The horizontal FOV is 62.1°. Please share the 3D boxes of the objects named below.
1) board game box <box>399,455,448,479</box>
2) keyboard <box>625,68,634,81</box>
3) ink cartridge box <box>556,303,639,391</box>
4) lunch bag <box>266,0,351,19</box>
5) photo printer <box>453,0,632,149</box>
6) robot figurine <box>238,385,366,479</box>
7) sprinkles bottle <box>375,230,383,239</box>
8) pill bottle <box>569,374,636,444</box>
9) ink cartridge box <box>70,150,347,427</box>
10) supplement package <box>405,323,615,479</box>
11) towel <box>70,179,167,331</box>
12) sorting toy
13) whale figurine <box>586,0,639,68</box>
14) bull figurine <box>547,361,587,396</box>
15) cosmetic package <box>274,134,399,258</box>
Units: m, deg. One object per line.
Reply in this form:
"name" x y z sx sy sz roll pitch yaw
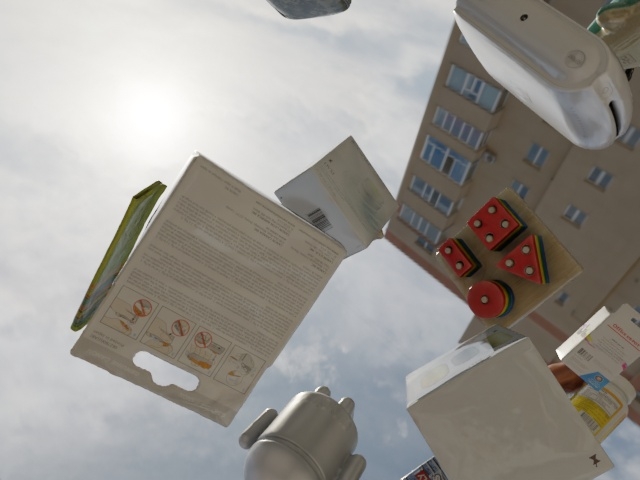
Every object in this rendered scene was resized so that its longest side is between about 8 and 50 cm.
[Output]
"board game box" 0.265 0.587 1.194 0.194 0.060 0.194 -31 -140 -8
"keyboard" 0.662 -0.374 1.189 0.100 0.192 0.038 10 -164 -23
"ink cartridge box" 0.616 0.219 1.139 0.104 0.181 0.061 41 -162 3
"lunch bag" -0.047 -0.722 1.312 0.212 0.256 0.305 2 -177 20
"photo printer" 0.382 -0.287 0.892 0.256 0.107 0.307 22 -152 -54
"robot figurine" -0.044 0.501 1.256 0.300 0.200 0.353 15 -149 25
"sprinkles bottle" 0.000 0.000 1.549 0.355 0.121 0.121 -21 -131 5
"pill bottle" 0.690 0.428 1.337 0.208 0.117 0.117 -35 -120 -18
"ink cartridge box" -0.108 0.052 0.539 0.181 0.225 0.056 33 -175 -18
"supplement package" 0.266 0.270 0.828 0.199 0.262 0.198 -32 -99 5
"towel" -0.295 0.024 0.779 0.021 0.237 0.102 30 -160 -8
"sorting toy" 0.414 0.051 1.242 0.089 0.257 0.255 4 -133 -48
"whale figurine" 0.579 -0.407 1.014 0.216 0.272 0.141 11 -108 -38
"bull figurine" 0.603 0.428 1.489 0.310 0.188 0.101 -22 -150 20
"cosmetic package" 0.048 -0.100 1.291 0.224 0.138 0.225 54 -141 -10
